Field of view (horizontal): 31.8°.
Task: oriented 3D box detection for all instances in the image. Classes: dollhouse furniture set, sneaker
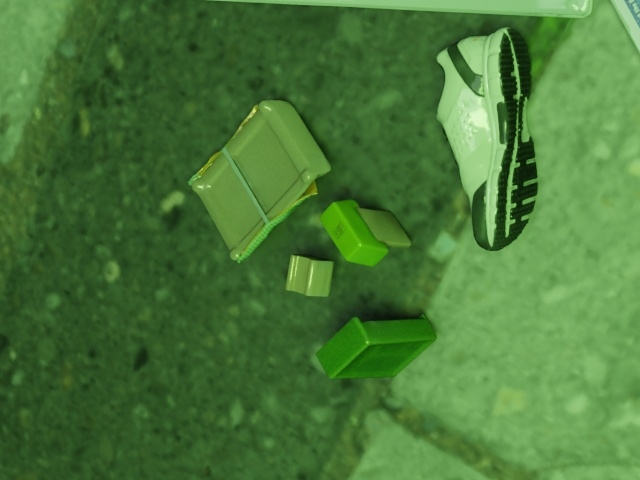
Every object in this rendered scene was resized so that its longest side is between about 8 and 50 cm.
[{"bbox_3d":[0.000,0.000,0.601,0.076,0.058,0.152,-47,61,28],"label":"dollhouse furniture set"},{"bbox_3d":[0.081,-0.049,0.559,0.043,0.040,0.109,2,95,38],"label":"sneaker"}]

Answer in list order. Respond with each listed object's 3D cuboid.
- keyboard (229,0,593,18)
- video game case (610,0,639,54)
[{"bbox_3d":[0.014,-0.157,0.581,0.255,0.014,0.072,7,105,21],"label":"keyboard"},{"bbox_3d":[0.202,-0.115,0.512,0.122,0.011,0.087,-29,87,22],"label":"video game case"}]
